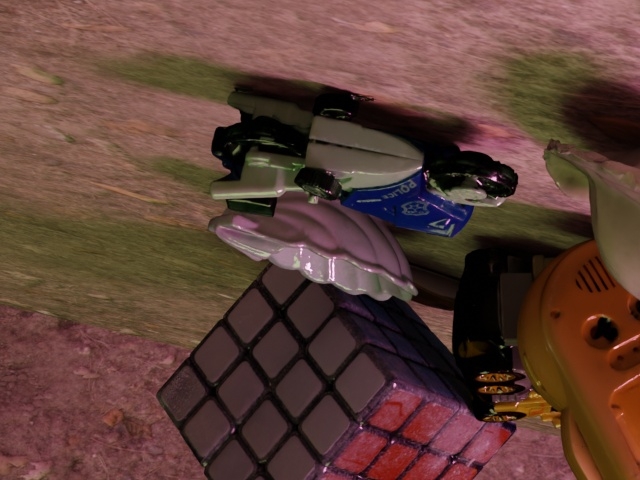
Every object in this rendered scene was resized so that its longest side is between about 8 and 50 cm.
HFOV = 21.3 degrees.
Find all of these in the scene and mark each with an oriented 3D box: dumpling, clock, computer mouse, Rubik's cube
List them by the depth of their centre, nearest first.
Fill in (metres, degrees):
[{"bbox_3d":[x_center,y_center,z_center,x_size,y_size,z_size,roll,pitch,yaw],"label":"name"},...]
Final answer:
[{"bbox_3d":[0.347,-0.020,1.654,0.260,0.181,0.341,31,-152,32],"label":"dumpling"},{"bbox_3d":[0.374,0.142,2.008,0.244,0.317,0.200,-24,168,-10],"label":"clock"},{"bbox_3d":[0.168,0.075,2.536,0.199,0.045,0.102,20,169,-20],"label":"computer mouse"},{"bbox_3d":[0.022,0.262,2.586,0.344,0.344,0.337,28,-163,-50],"label":"Rubik's cube"}]

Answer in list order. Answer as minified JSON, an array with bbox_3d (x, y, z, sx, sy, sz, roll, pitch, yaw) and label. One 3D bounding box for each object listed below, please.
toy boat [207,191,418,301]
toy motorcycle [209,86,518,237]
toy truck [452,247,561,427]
[{"bbox_3d":[0.000,0.000,2.267,0.290,0.100,0.199,18,167,-21],"label":"toy boat"},{"bbox_3d":[0.048,-0.076,1.841,0.331,0.125,0.196,9,166,8],"label":"toy motorcycle"},{"bbox_3d":[0.311,0.137,2.336,0.254,0.181,0.405,0,163,6],"label":"toy truck"}]
